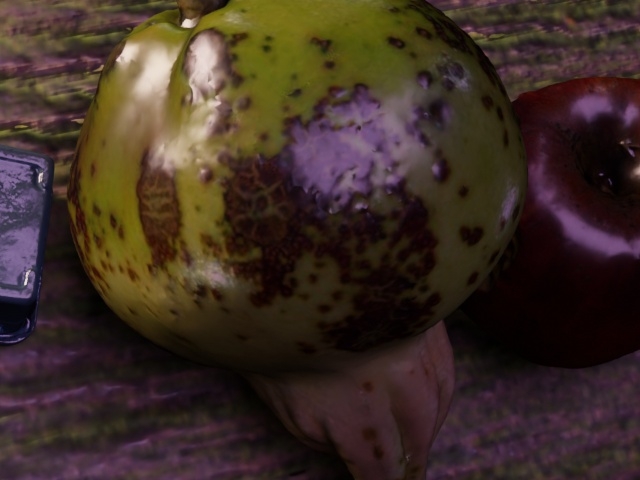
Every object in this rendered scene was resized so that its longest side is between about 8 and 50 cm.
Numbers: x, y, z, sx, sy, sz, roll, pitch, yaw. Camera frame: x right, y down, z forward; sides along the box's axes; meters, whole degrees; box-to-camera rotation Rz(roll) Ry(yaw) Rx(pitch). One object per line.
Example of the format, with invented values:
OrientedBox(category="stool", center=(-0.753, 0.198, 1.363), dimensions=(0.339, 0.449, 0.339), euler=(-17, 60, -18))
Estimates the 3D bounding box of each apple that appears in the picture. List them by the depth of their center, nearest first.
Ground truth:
OrientedBox(category="apple", center=(0.145, -0.003, 0.926), dimensions=(0.147, 0.158, 0.156), euler=(33, 64, 6))

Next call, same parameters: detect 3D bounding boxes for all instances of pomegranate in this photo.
OrientedBox(category="pomegranate", center=(-0.014, 0.006, 0.835), dimensions=(0.204, 0.222, 0.276), euler=(1, 95, -35))

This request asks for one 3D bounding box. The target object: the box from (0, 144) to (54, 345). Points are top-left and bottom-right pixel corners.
OrientedBox(category="box", center=(-0.168, -0.003, 0.853), dimensions=(0.074, 0.054, 0.099), euler=(12, 69, -21))
